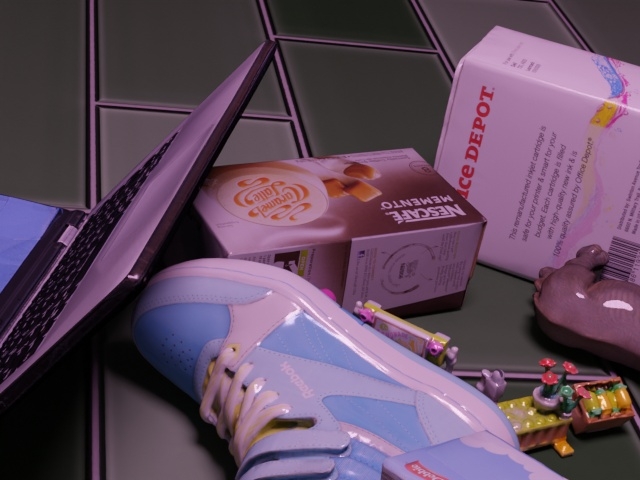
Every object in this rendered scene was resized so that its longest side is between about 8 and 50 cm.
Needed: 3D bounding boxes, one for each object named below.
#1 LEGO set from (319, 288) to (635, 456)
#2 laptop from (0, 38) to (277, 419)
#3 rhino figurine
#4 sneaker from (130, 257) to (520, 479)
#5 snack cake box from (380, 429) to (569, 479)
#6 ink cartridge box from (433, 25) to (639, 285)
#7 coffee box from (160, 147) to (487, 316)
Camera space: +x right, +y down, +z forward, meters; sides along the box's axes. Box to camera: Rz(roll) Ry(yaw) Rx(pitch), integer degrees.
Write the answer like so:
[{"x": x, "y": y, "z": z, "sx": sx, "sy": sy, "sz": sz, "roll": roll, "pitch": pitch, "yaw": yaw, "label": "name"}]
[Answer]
[{"x": 0.114, "y": 0.100, "z": 0.992, "sx": 0.287, "sy": 0.107, "sz": 0.132, "roll": 12, "pitch": 32, "yaw": 2, "label": "LEGO set"}, {"x": -0.283, "y": -0.025, "z": 0.962, "sx": 0.236, "sy": 0.408, "sz": 0.382, "roll": 42, "pitch": 29, "yaw": -14, "label": "laptop"}, {"x": 0.296, "y": 0.081, "z": 1.115, "sx": 0.243, "sy": 0.073, "sz": 0.106, "roll": 22, "pitch": 29, "yaw": 15, "label": "rhino figurine"}, {"x": -0.038, "y": 0.130, "z": 0.883, "sx": 0.319, "sy": 0.127, "sz": 0.208, "roll": 24, "pitch": 32, "yaw": 21, "label": "sneaker"}, {"x": 0.140, "y": 0.230, "z": 0.695, "sx": 0.089, "sy": 0.152, "sz": 0.264, "roll": -9, "pitch": 23, "yaw": -35, "label": "snack cake box"}, {"x": 0.255, "y": -0.060, "z": 1.202, "sx": 0.278, "sy": 0.201, "sz": 0.117, "roll": 19, "pitch": 32, "yaw": 14, "label": "ink cartridge box"}, {"x": 0.000, "y": 0.000, "z": 1.125, "sx": 0.246, "sy": 0.098, "sz": 0.141, "roll": -7, "pitch": 36, "yaw": -26, "label": "coffee box"}]
